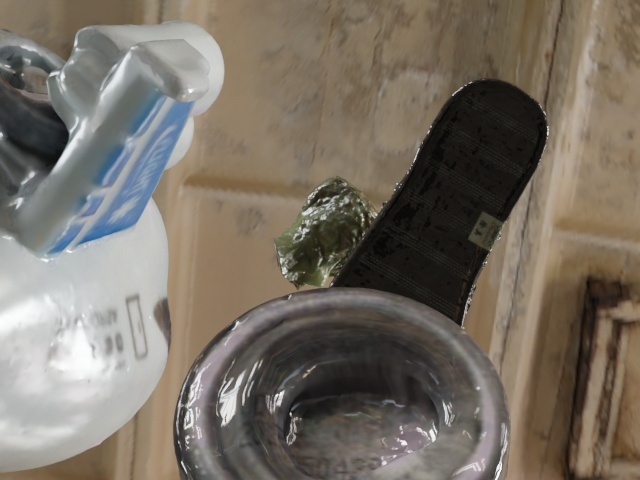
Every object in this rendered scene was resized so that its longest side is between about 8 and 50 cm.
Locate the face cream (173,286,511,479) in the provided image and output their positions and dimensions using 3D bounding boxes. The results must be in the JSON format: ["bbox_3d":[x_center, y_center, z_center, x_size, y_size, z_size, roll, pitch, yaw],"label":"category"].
[{"bbox_3d":[0.008,0.129,0.413,0.073,0.073,0.284,4,-42,6],"label":"face cream"}]

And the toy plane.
[{"bbox_3d":[-0.125,0.030,0.473,0.122,0.267,0.267,45,-71,4],"label":"toy plane"}]

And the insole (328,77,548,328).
[{"bbox_3d":[0.067,0.030,1.018,0.110,0.012,0.309,30,-69,7],"label":"insole"}]

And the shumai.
[{"bbox_3d":[0.000,0.000,1.151,0.082,0.080,0.083,-1,-68,52],"label":"shumai"}]
